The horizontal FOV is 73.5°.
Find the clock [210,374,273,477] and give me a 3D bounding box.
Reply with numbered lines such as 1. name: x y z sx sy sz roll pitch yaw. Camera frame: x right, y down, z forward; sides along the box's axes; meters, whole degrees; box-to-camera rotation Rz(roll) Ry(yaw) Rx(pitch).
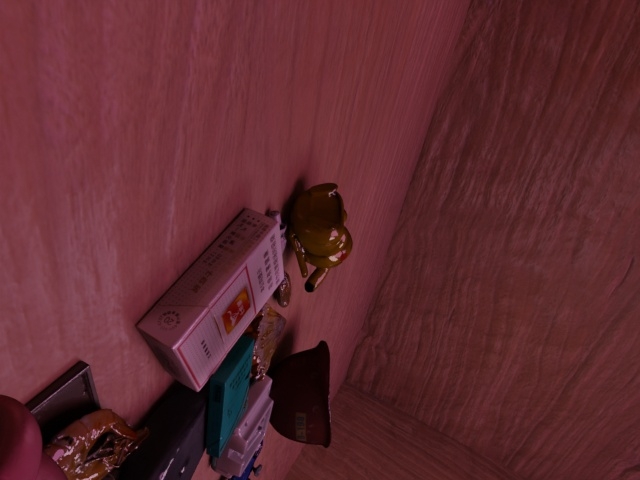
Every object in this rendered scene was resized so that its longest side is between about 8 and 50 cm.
1. clock: -0.236 0.603 1.388 0.231 0.116 0.262 -40 150 -56

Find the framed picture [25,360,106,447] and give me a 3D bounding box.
1. framed picture: -0.418 0.332 0.656 0.192 0.018 0.266 -46 154 -49

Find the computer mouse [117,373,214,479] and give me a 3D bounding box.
1. computer mouse: -0.320 0.438 0.914 0.371 0.121 0.188 -60 163 -47

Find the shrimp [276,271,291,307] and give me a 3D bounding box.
1. shrimp: -0.111 0.134 1.276 0.190 0.042 0.101 84 13 -57

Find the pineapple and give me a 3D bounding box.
1. pineapple: -0.168 0.245 1.130 0.186 0.114 0.237 -26 134 -64

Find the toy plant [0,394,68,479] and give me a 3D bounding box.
1. toy plant: -0.375 0.222 0.340 0.317 0.210 0.356 -47 142 -42

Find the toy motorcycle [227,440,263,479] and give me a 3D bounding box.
1. toy motorcycle: -0.289 0.858 1.586 0.169 0.113 0.315 111 6 -47

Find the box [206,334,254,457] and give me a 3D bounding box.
1. box: -0.208 0.358 0.991 0.161 0.042 0.227 -54 156 -63

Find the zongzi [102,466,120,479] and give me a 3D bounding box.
1. zongzi: -0.427 0.477 0.792 0.154 0.062 0.130 -53 -164 7

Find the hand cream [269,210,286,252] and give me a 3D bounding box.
1. hand cream: -0.124 0.032 1.091 0.084 0.050 0.257 -49 159 -50

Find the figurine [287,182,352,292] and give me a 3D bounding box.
1. figurine: -0.001 -0.004 1.194 0.327 0.169 0.218 70 23 -58

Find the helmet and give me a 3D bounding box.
1. helmet: -0.089 0.553 1.544 0.338 0.230 0.385 -103 -167 -61

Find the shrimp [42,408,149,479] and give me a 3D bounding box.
1. shrimp: -0.367 0.340 0.698 0.267 0.061 0.145 33 72 -70

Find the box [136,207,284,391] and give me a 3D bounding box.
1. box: -0.203 0.119 0.890 0.330 0.095 0.210 -52 158 -34
